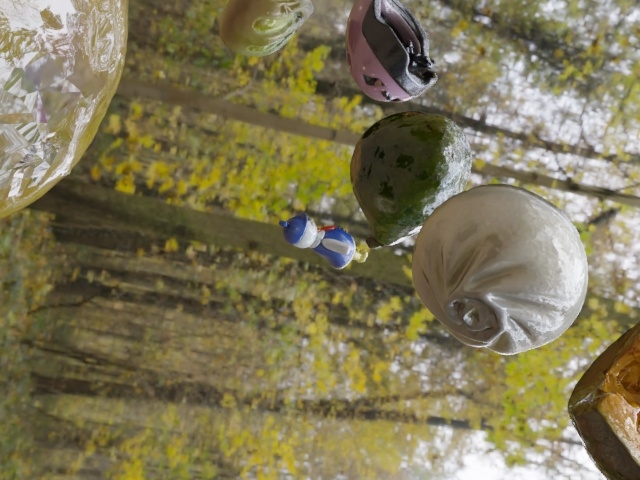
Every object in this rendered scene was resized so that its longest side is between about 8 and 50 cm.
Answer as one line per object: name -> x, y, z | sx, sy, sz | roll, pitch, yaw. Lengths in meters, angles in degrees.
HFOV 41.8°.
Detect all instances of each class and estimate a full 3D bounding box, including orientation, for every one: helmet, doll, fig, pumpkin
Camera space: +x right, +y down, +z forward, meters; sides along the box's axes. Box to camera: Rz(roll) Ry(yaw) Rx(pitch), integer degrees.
helmet -> 0.120, -0.367, 1.604 | 0.154, 0.198, 0.253 | -39, -132, 19
doll -> 0.000, 0.000, 1.180 | 0.099, 0.143, 0.057 | 15, -97, 60
fig -> 0.137, -0.087, 1.329 | 0.195, 0.195, 0.244 | -101, -162, -59
pumpkin -> 0.364, 0.165, 0.915 | 0.248, 0.131, 0.126 | -38, 164, -26

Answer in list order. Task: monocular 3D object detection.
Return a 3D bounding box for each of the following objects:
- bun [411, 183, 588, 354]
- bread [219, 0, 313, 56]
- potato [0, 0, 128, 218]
bun -> 0.166, 0.037, 0.808 | 0.120, 0.173, 0.172 | -46, 167, -45
bread -> -0.117, -0.435, 1.659 | 0.156, 0.158, 0.260 | -60, -169, 3
potato -> -0.185, -0.203, 0.377 | 0.397, 0.296, 0.290 | -57, 164, 15
